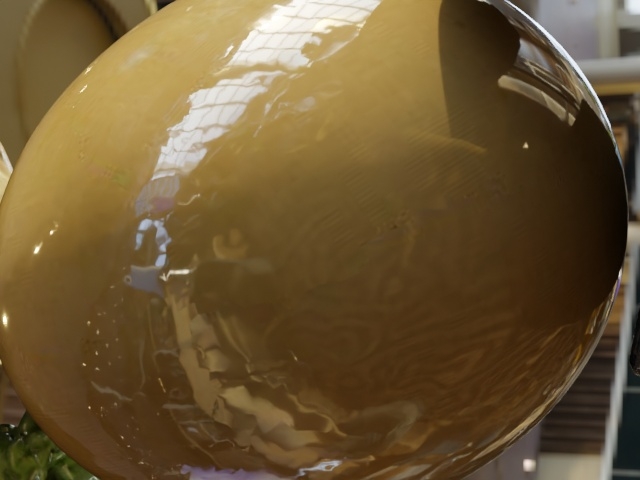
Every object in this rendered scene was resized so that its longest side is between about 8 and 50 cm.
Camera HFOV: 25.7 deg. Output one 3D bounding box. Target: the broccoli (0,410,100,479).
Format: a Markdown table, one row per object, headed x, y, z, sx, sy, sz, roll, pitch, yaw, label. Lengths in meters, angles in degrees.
| x | y | z | sx | sy | sz | roll | pitch | yaw | label |
| --- | --- | --- | --- | --- | --- | --- | --- | --- | --- |
| -0.228 | 0.289 | 0.988 | 0.293 | 0.281 | 0.348 | -48 | -30 | 8 | broccoli |

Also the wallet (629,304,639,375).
| x | y | z | sx | sy | sz | roll | pitch | yaw | label |
| --- | --- | --- | --- | --- | --- | --- | --- | --- | --- |
| 0.197 | -0.025 | 0.740 | 0.250 | 0.044 | 0.149 | -53 | -25 | -64 | wallet |

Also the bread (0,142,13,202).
| x | y | z | sx | sy | sz | roll | pitch | yaw | label |
| --- | --- | --- | --- | --- | --- | --- | --- | --- | --- |
| -0.350 | 0.029 | 1.014 | 0.270 | 0.211 | 0.315 | 54 | -143 | -2 | bread |

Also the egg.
| x | y | z | sx | sy | sz | roll | pitch | yaw | label |
| --- | --- | --- | --- | --- | --- | --- | --- | --- | --- |
| 0.000 | 0.000 | 0.764 | 0.374 | 0.301 | 0.301 | -29 | -64 | -46 | egg |
